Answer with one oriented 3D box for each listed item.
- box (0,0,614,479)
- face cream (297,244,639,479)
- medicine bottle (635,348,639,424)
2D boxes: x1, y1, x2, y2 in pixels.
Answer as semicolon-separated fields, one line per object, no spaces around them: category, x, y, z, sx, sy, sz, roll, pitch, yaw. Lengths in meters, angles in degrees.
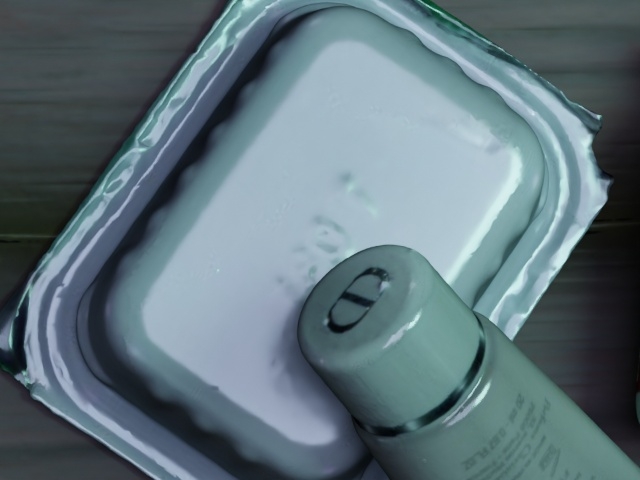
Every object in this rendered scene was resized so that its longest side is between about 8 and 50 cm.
box;0.000;0.000;1.084;0.264;0.106;0.336;34;81;-1
face cream;0.101;0.126;1.032;0.143;0.089;0.314;-48;126;-11
medicine bottle;0.258;0.000;1.098;0.131;0.131;0.250;7;82;-5
